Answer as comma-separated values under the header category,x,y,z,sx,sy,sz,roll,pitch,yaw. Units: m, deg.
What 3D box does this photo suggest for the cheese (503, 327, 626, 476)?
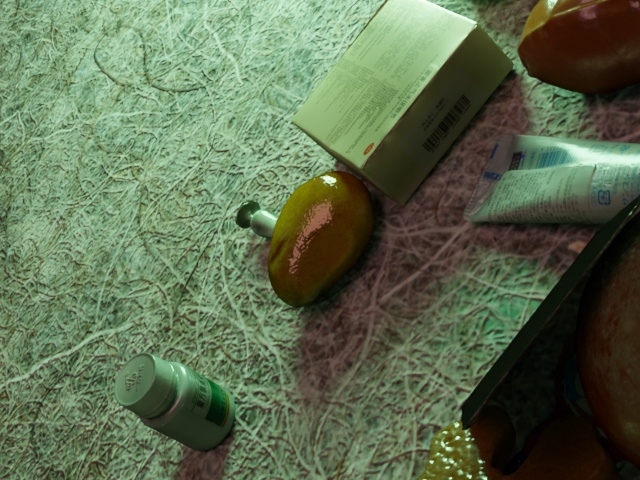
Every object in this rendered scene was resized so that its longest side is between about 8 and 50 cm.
category,x,y,z,sx,sy,sz,roll,pitch,yaw
cheese,0.249,0.141,0.912,0.244,0.062,0.155,-49,43,4

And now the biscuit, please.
category,x,y,z,sx,sy,sz,roll,pitch,yaw
biscuit,0.116,0.250,0.832,0.186,0.044,0.295,-3,38,48

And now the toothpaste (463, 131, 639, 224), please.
category,x,y,z,sx,sy,sz,roll,pitch,yaw
toothpaste,0.269,-0.057,1.040,0.299,0.073,0.114,8,68,52

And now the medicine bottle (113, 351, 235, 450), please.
category,x,y,z,sx,sy,sz,roll,pitch,yaw
medicine bottle,-0.165,0.181,1.202,0.080,0.130,0.080,-22,49,28

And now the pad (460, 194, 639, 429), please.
category,x,y,z,sx,sy,sz,roll,pitch,yaw
pad,0.185,0.063,0.880,0.004,0.330,0.220,38,90,10

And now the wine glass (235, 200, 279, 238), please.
category,x,y,z,sx,sy,sz,roll,pitch,yaw
wine glass,-0.067,-0.023,1.333,0.083,0.042,0.038,20,114,44

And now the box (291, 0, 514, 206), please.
category,x,y,z,sx,sy,sz,roll,pitch,yaw
box,0.094,-0.172,1.249,0.212,0.095,0.168,-51,40,1

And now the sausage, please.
category,x,y,z,sx,sy,sz,roll,pitch,yaw
sausage,0.320,-0.225,1.062,0.258,0.133,0.133,-10,56,38

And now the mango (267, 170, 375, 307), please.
category,x,y,z,sx,sy,sz,roll,pitch,yaw
mango,-0.004,-0.004,1.227,0.115,0.089,0.165,38,93,39

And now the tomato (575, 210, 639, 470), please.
category,x,y,z,sx,sy,sz,roll,pitch,yaw
tomato,0.321,0.065,0.749,0.270,0.222,0.270,-4,57,5
